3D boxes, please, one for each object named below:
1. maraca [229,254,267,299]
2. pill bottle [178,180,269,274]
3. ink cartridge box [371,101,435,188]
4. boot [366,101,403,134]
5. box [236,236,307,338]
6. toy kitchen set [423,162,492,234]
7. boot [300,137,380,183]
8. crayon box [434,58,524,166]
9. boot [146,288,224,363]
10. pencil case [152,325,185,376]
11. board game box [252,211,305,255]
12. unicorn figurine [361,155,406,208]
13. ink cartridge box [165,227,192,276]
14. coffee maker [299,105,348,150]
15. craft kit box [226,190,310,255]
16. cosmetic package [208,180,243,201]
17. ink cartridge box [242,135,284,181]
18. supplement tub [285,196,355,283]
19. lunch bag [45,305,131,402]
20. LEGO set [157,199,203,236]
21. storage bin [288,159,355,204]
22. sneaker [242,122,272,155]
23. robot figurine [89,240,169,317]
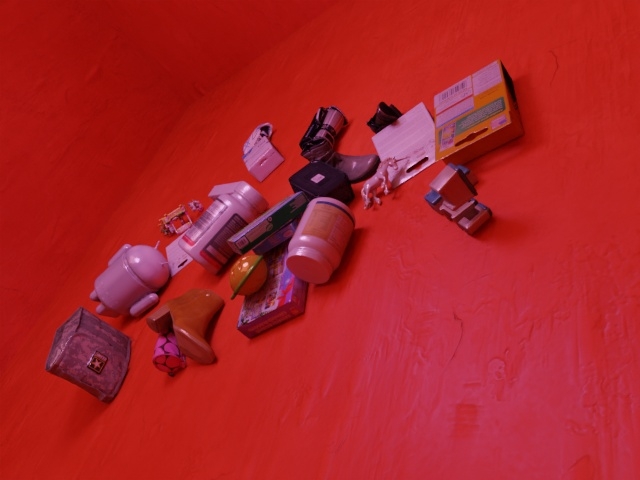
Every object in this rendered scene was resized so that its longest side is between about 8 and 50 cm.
[{"bbox_3d":[-0.206,0.104,1.541,0.127,0.099,0.186,-52,1,-33],"label":"maraca"},{"bbox_3d":[-0.332,-0.051,1.940,0.319,0.176,0.176,-49,29,-7],"label":"pill bottle"},{"bbox_3d":[0.262,-0.265,1.595,0.189,0.066,0.233,-33,52,21],"label":"ink cartridge box"},{"bbox_3d":[0.192,-0.367,1.722,0.106,0.082,0.219,-45,-7,22],"label":"boot"},{"bbox_3d":[-0.123,0.119,1.568,0.200,0.057,0.293,-29,32,29],"label":"box"},{"bbox_3d":[0.297,-0.131,1.229,0.122,0.166,0.207,-43,29,3],"label":"toy kitchen set"},{"bbox_3d":[0.053,-0.254,1.715,0.246,0.161,0.084,-11,43,46],"label":"boot"},{"bbox_3d":[0.399,-0.312,1.419,0.203,0.083,0.323,-26,33,31],"label":"crayon box"},{"bbox_3d":[-0.363,0.241,1.680,0.295,0.104,0.211,23,39,31],"label":"boot"},{"bbox_3d":[-0.459,0.316,1.724,0.209,0.098,0.095,-98,14,-56],"label":"pencil case"},{"bbox_3d":[-0.107,-0.038,1.698,0.160,0.039,0.211,-30,9,26],"label":"board game box"},{"bbox_3d":[0.167,-0.165,1.533,0.161,0.060,0.111,-30,47,28],"label":"unicorn figurine"},{"bbox_3d":[-0.561,0.055,2.267,0.145,0.045,0.179,-37,48,13],"label":"ink cartridge box"},{"bbox_3d":[0.002,-0.381,2.022,0.171,0.120,0.178,-45,16,55],"label":"coffee maker"},{"bbox_3d":[-0.163,-0.051,1.673,0.249,0.061,0.246,-37,12,-10],"label":"craft kit box"},{"bbox_3d":[-0.351,-0.176,2.211,0.239,0.099,0.060,0,51,53],"label":"cosmetic package"},{"bbox_3d":[-0.241,-0.341,2.298,0.139,0.082,0.191,-42,30,6],"label":"ink cartridge box"},{"bbox_3d":[0.000,0.000,1.470,0.144,0.144,0.200,-14,41,43],"label":"supplement tub"},{"bbox_3d":[-0.789,0.399,1.890,0.169,0.235,0.287,-43,29,8],"label":"lunch bag"},{"bbox_3d":[-0.652,-0.070,2.507,0.287,0.107,0.132,-33,-4,31],"label":"LEGO set"},{"bbox_3d":[0.002,-0.160,1.675,0.122,0.084,0.180,-38,40,-17],"label":"storage bin"},{"bbox_3d":[-0.280,-0.446,2.478,0.086,0.085,0.237,-38,25,46],"label":"sneaker"},{"bbox_3d":[-0.743,0.157,2.184,0.353,0.199,0.300,-41,67,8],"label":"robot figurine"}]
